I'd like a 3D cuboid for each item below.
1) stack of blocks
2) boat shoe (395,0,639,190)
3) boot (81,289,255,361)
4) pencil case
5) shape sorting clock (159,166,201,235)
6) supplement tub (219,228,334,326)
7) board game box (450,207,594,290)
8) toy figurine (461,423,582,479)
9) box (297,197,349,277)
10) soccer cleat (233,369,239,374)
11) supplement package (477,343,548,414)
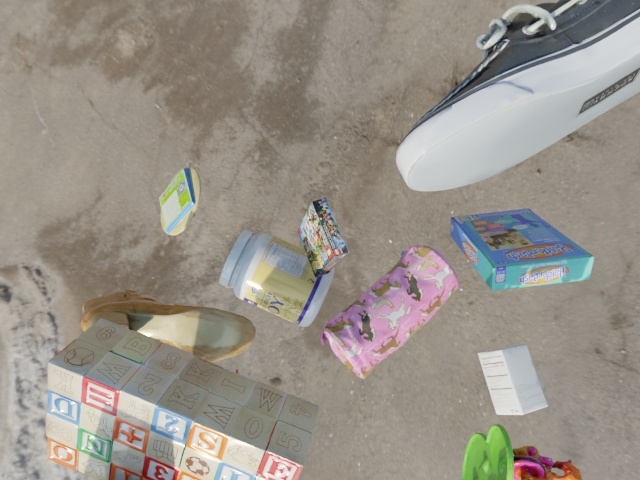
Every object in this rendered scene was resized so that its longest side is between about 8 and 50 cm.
[{"bbox_3d":[-0.171,0.236,0.507,0.297,0.087,0.171,21,116,3],"label":"stack of blocks"},{"bbox_3d":[0.191,-0.153,0.360,0.306,0.113,0.105,-31,65,5],"label":"boat shoe"},{"bbox_3d":[-0.294,0.149,0.800,0.294,0.211,0.104,7,96,-31],"label":"boot"},{"bbox_3d":[0.182,0.183,1.096,0.386,0.167,0.160,-41,120,-14],"label":"pencil case"},{"bbox_3d":[-0.407,-0.115,1.202,0.206,0.040,0.207,-10,75,39],"label":"shape sorting clock"},{"bbox_3d":[-0.144,0.121,1.392,0.331,0.241,0.241,24,91,-2],"label":"supplement tub"},{"bbox_3d":[0.346,0.008,0.744,0.159,0.210,0.047,-6,115,1],"label":"board game box"},{"bbox_3d":[0.254,0.278,0.445,0.159,0.130,0.173,7,123,6],"label":"toy figurine"},{"bbox_3d":[0.000,0.000,1.154,0.044,0.233,0.159,-17,77,-18],"label":"box"},{"bbox_3d":[-0.192,0.328,0.916,0.035,0.083,0.029,34,130,-19],"label":"soccer cleat"},{"bbox_3d":[0.561,0.407,1.213,0.105,0.105,0.180,-4,71,-23],"label":"supplement package"}]
